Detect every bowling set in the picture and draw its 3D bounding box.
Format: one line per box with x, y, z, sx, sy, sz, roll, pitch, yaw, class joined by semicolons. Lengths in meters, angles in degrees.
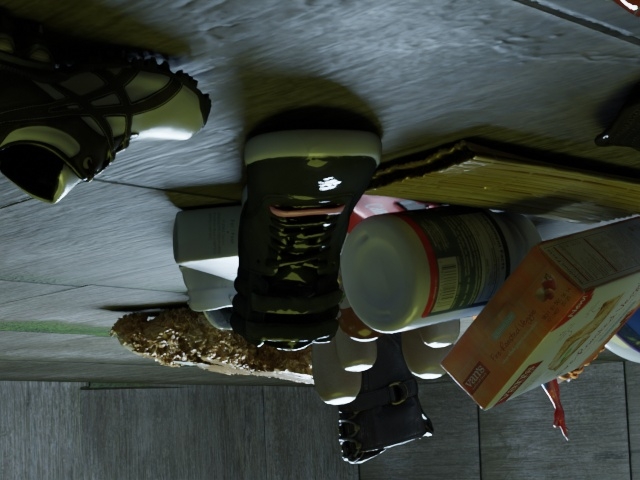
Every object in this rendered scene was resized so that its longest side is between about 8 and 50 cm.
0.084;0.051;1.376;0.287;0.154;0.200;-16;153;15;bowling set

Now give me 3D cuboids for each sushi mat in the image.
0.185;-0.044;1.134;0.316;0.019;0.151;6;166;-41;sushi mat

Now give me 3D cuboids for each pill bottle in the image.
0.118;0.021;1.214;0.180;0.108;0.108;-7;176;-40;pill bottle

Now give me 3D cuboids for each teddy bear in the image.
-0.142;0.137;1.932;0.338;0.113;0.245;0;166;38;teddy bear

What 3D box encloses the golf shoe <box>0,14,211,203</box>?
-0.141;-0.063;0.743;0.077;0.094;0.198;-12;168;40;golf shoe

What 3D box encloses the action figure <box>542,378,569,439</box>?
0.227;0.138;1.519;0.091;0.139;0.280;-11;-165;12;action figure

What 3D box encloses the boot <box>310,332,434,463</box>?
0.032;0.167;1.656;0.262;0.229;0.091;-3;176;-33;boot

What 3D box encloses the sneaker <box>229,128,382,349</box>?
-0.012;0.006;1.012;0.104;0.147;0.296;1;169;-8;sneaker

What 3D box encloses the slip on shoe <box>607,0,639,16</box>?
0.279;-0.109;0.546;0.331;0.101;0.123;0;172;-6;slip on shoe

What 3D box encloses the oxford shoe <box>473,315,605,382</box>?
0.384;0.142;1.925;0.130;0.133;0.363;7;167;-40;oxford shoe

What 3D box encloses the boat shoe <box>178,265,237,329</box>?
-0.105;0.060;1.478;0.095;0.084;0.258;-5;170;14;boat shoe

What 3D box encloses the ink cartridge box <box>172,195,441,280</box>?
0.000;0.000;1.255;0.232;0.066;0.189;-1;171;17;ink cartridge box

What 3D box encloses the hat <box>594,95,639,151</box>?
0.360;-0.034;0.904;0.331;0.134;0.331;-2;171;0;hat

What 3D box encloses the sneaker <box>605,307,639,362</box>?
0.510;0.068;1.664;0.322;0.130;0.236;23;136;-24;sneaker

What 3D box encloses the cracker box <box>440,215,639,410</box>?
0.233;0.065;1.242;0.232;0.067;0.156;-11;142;-52;cracker box
